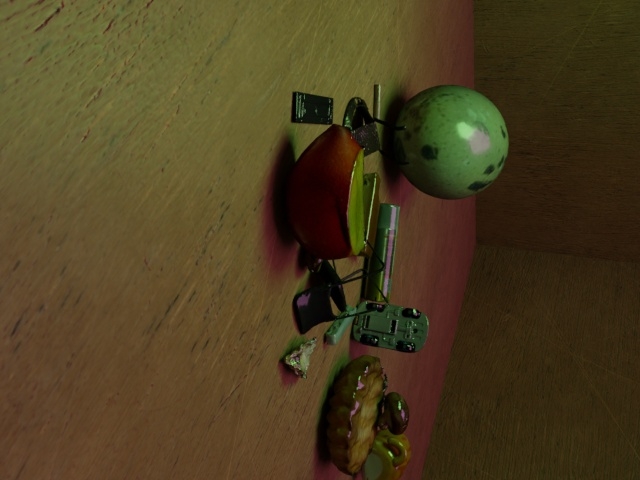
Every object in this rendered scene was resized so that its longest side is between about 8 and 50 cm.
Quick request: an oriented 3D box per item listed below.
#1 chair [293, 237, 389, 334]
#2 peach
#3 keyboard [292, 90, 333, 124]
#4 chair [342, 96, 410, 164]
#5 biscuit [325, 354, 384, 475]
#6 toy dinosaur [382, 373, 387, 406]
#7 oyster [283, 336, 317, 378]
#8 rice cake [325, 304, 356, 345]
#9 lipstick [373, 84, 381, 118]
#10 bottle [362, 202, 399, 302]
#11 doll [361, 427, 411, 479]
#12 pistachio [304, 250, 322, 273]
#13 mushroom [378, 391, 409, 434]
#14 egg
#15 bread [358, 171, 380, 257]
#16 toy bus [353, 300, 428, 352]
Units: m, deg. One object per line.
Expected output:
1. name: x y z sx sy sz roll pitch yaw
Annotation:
1. chair: 0.030 0.105 1.454 0.145 0.221 0.140 -124 -165 -47
2. peach: 0.007 -0.086 1.234 0.154 0.159 0.267 -67 158 -62
3. keyboard: -0.012 -0.277 1.328 0.204 0.013 0.061 -21 116 -66
4. chair: 0.110 -0.253 1.565 0.213 0.149 0.174 -123 -167 -47
5. biscuit: 0.093 0.475 1.735 0.326 0.107 0.325 6 90 -68
6. toy dinosaur: 0.179 0.519 2.003 0.187 0.087 0.179 -45 137 -56
7. oyster: -0.036 0.268 1.404 0.146 0.045 0.121 -64 150 -57
8. rice cake: 0.055 0.217 1.649 0.180 0.030 0.042 -44 133 -61
9. lipstick: 0.157 -0.382 1.734 0.019 0.019 0.094 -36 129 -63
10. bottle: 0.179 0.034 1.841 0.082 0.082 0.286 -3 100 -69
11. doll: 0.214 0.706 2.065 0.269 0.162 0.166 19 64 -79
12. pistachio: 0.000 0.000 1.405 0.173 0.049 0.089 -64 175 -45
13. mushroom: 0.218 0.504 1.825 0.126 0.085 0.109 92 18 -44
14. egg: 0.391 -0.302 1.928 0.428 0.345 0.345 9 88 -57
15. bread: 0.129 -0.069 1.724 0.088 0.049 0.226 36 63 -67
16. toy bus: 0.205 0.258 1.826 0.136 0.210 0.126 66 34 -72
